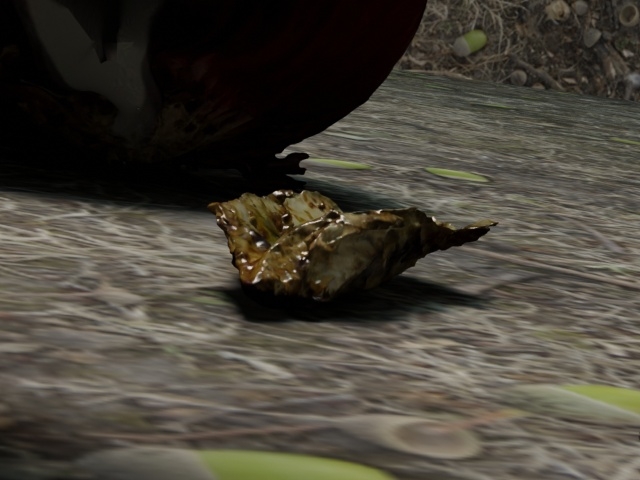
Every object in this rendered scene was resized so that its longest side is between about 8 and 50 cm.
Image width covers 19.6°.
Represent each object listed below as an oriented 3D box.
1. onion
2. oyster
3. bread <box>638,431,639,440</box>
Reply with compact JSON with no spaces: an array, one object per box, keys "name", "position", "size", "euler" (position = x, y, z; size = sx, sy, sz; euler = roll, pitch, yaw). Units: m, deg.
[{"name":"onion","position":[-0.085,-0.160,0.807],"size":[0.273,0.285,0.273],"euler":[-2,-18,-1]},{"name":"oyster","position":[0.000,0.001,0.570],"size":[0.086,0.029,0.132],"euler":[7,8,42]},{"name":"bread","position":[0.122,0.029,0.371],"size":[0.109,0.062,0.043],"euler":[12,7,5]}]
